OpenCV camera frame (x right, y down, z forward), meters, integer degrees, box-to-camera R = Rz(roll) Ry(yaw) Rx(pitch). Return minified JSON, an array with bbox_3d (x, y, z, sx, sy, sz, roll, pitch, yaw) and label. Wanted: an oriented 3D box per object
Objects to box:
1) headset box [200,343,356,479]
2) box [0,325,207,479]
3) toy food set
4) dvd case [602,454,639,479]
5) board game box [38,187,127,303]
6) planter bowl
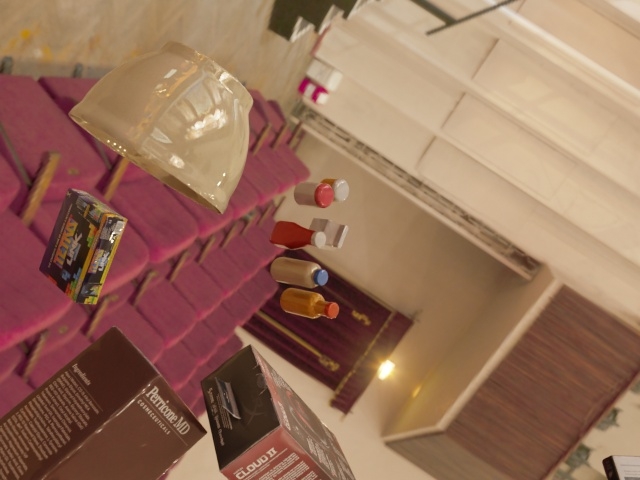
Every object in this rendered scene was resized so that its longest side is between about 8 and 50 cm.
[{"bbox_3d":[-0.063,0.314,1.012,0.110,0.293,0.218,-37,-151,0],"label":"headset box"},{"bbox_3d":[-0.366,0.324,0.916,0.381,0.143,0.191,-43,141,-20],"label":"box"},{"bbox_3d":[0.000,0.000,1.025,0.104,0.111,0.232,8,-110,44],"label":"toy food set"},{"bbox_3d":[0.483,0.405,0.857,0.029,0.179,0.238,116,-24,-50],"label":"dvd case"},{"bbox_3d":[-0.434,0.009,1.196,0.048,0.141,0.170,11,104,-55],"label":"board game box"},{"bbox_3d":[-0.131,-0.112,0.610,0.109,0.162,0.162,-58,177,-7],"label":"planter bowl"}]
